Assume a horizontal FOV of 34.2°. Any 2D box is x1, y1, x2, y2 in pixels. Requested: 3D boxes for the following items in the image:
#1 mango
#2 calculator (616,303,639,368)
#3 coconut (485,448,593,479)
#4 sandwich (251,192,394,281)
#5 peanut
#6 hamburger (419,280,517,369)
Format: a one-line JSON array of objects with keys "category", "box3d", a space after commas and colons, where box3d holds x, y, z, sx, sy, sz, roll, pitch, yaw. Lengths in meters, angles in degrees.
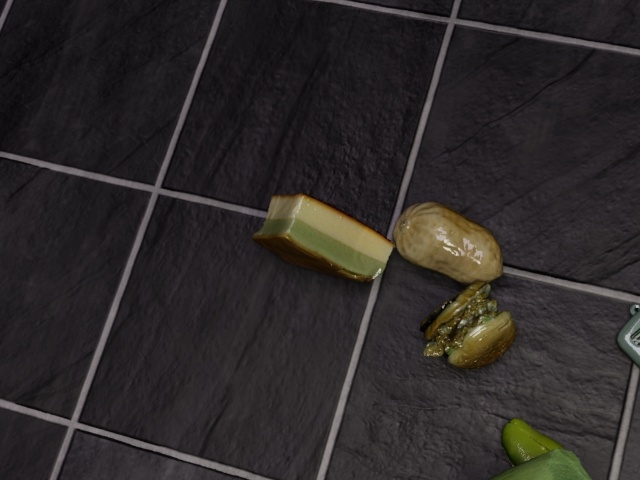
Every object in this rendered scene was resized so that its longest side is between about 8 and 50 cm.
[{"category": "mango", "box3d": [0.381, 0.381, 1.812, 0.091, 0.074, 0.165, -39, 57, 1]}, {"category": "calculator", "box3d": [0.638, 0.205, 1.838, 0.141, 0.045, 0.246, -38, 68, -4]}, {"category": "coconut", "box3d": [0.341, 0.477, 1.581, 0.281, 0.328, 0.329, 5, 71, 32]}, {"category": "sandwich", "box3d": [0.000, 0.000, 1.981, 0.220, 0.186, 0.108, 27, 78, -23]}, {"category": "peanut", "box3d": [0.239, 0.007, 1.935, 0.224, 0.129, 0.129, 23, 77, 16]}, {"category": "hamburger", "box3d": [0.262, 0.165, 1.863, 0.184, 0.159, 0.131, -25, 70, -20]}]
